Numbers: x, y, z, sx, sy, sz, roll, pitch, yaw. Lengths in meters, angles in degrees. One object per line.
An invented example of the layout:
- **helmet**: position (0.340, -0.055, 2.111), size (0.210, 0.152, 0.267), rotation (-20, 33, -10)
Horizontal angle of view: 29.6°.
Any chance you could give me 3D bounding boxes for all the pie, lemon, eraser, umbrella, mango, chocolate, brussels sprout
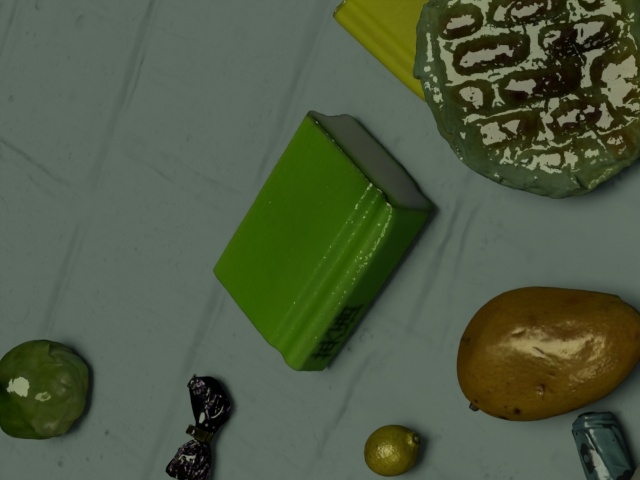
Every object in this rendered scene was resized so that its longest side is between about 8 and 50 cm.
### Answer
- **pie**: position (0.250, -0.194, 1.349), size (0.306, 0.071, 0.306), rotation (2, 94, 22)
- **lemon**: position (0.088, 0.255, 1.477), size (0.083, 0.062, 0.062), rotation (-34, 64, 34)
- **eraser**: position (0.131, -0.278, 1.500), size (0.226, 0.069, 0.158), rotation (49, 113, 32)
- **umbrella**: position (0.325, 0.302, 1.284), size (0.053, 0.052, 0.250), rotation (-17, 70, 1)
- **mango**: position (0.249, 0.117, 1.329), size (0.227, 0.109, 0.147), rotation (-24, 66, 33)
- **eraser**: position (0.000, 0.000, 1.563), size (0.210, 0.092, 0.274), rotation (49, 116, 32)
- **chocolate**: position (-0.169, 0.264, 1.688), size (0.072, 0.070, 0.147), rotation (13, 94, 12)
- **brussels sprout**: position (-0.444, 0.229, 1.878), size (0.149, 0.122, 0.151), rotation (-45, 58, 29)

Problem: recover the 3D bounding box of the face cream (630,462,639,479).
- **face cream**: position (0.336, 0.285, 1.200), size (0.314, 0.089, 0.143), rotation (-60, 23, -5)
